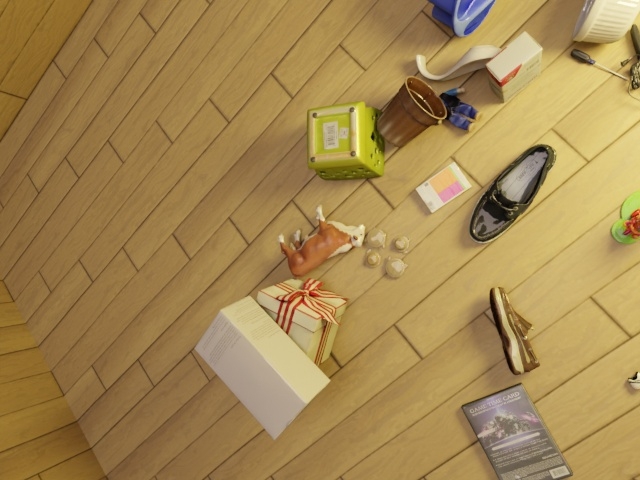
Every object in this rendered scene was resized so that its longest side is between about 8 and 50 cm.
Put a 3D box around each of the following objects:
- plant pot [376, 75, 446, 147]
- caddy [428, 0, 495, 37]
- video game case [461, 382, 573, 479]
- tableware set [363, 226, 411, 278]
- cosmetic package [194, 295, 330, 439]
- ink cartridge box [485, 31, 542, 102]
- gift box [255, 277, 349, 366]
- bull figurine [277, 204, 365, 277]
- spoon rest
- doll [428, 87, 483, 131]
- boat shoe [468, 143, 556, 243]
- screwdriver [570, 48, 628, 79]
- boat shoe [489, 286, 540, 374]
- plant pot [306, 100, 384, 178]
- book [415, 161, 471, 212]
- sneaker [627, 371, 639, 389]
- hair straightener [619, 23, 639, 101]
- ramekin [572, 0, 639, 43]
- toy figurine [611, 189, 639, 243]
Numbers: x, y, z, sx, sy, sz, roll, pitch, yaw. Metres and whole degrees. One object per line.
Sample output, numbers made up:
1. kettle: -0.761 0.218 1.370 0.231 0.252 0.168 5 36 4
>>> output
1. plant pot: 0.270 -0.388 1.358 0.165 0.167 0.166 -40 73 42
2. caddy: 0.454 -0.764 1.253 0.179 0.241 0.341 39 104 26
3. video game case: 0.574 0.586 1.296 0.196 0.026 0.274 -31 77 20
4. tableware set: 0.219 0.040 1.461 0.169 0.020 0.141 19 99 21
5. cosmetic package: -0.178 0.372 1.312 0.365 0.155 0.197 44 116 12
6. ink cartridge box: 0.547 -0.483 1.241 0.127 0.175 0.072 -39 72 18
7. gift box: -0.054 0.274 1.461 0.277 0.255 0.258 19 106 19
8. bull figurine: 0.000 0.000 1.514 0.310 0.101 0.188 -34 70 15
9. spoon rest: 0.426 -0.535 1.333 0.277 0.137 0.084 11 107 38
10. doll: 0.412 -0.417 1.368 0.189 0.046 0.129 40 114 25
11. boat shoe: 0.550 -0.135 1.267 0.127 0.113 0.340 46 106 17
12. screwdriver: 0.779 -0.489 1.222 0.170 0.025 0.024 38 104 20
13. boat shoe: 0.569 0.254 1.276 0.095 0.095 0.257 -15 89 9
14. plant pot: 0.073 -0.324 1.429 0.227 0.207 0.228 -1 90 23
15. book: 0.388 -0.166 1.384 0.144 0.035 0.096 -35 79 20
16. sneaker: 0.863 0.362 1.168 0.083 0.032 0.037 -43 74 17
17. hair straightener: 0.857 -0.470 1.183 0.089 0.047 0.230 -6 91 24
18. ramekin: 0.759 -0.618 1.139 0.109 0.207 0.207 20 97 14
19. toy figurine: 0.839 -0.062 1.116 0.173 0.159 0.130 -45 73 17
